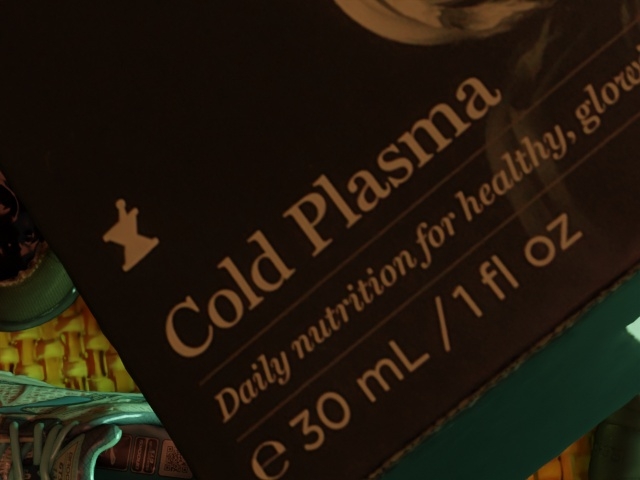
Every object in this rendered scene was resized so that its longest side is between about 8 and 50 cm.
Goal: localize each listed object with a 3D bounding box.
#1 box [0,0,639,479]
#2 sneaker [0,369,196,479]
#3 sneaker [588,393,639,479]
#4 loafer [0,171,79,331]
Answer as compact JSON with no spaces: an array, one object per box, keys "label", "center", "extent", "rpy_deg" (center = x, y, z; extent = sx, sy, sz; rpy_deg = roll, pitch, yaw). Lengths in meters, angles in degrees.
[{"label":"box","center":[0.070,-0.172,0.632],"extent":[0.480,0.297,0.471],"rpy_deg":[-41,68,10]},{"label":"sneaker","center":[-0.173,0.136,0.792],"extent":[0.283,0.122,0.110],"rpy_deg":[-1,86,-14]},{"label":"sneaker","center":[0.332,0.183,0.941],"extent":[0.286,0.109,0.130],"rpy_deg":[14,93,-6]},{"label":"loafer","center":[-0.244,-0.117,0.787],"extent":[0.134,0.130,0.365],"rpy_deg":[-29,94,-14]}]
